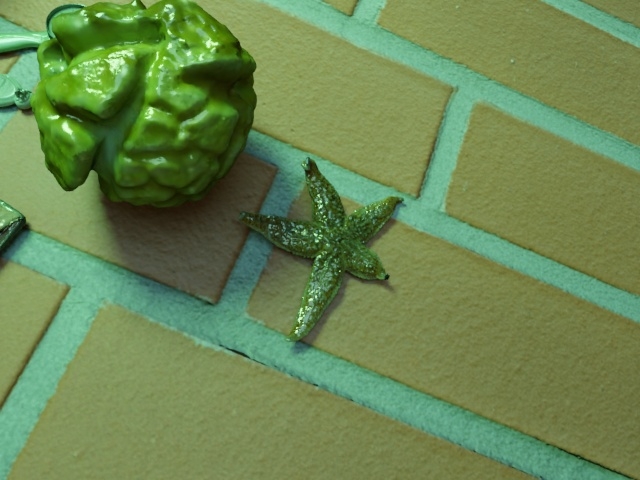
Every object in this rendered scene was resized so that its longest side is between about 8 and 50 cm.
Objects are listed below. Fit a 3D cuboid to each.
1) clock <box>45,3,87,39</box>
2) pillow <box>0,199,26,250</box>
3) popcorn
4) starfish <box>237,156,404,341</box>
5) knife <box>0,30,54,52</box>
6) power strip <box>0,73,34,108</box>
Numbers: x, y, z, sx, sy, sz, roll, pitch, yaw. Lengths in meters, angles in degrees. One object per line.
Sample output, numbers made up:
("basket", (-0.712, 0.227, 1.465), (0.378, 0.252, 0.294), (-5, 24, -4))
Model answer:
("clock", (-0.375, -0.326, 0.740), (0.085, 0.017, 0.085), (4, 70, -12))
("pillow", (-0.500, 0.031, 0.612), (0.126, 0.043, 0.232), (28, 72, 4))
("popcorn", (-0.219, -0.175, 0.618), (0.283, 0.282, 0.246), (2, 108, -10))
("starfish", (-0.002, 0.000, 0.716), (0.231, 0.048, 0.295), (39, 72, -8))
("knife", (-0.422, -0.307, 0.743), (0.293, 0.020, 0.043), (-16, 75, -17))
("power strip", (-0.460, -0.219, 0.700), (0.083, 0.035, 0.055), (21, 70, -2))
